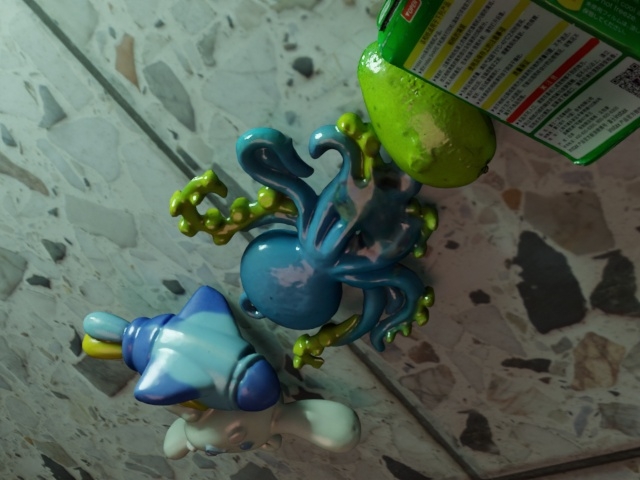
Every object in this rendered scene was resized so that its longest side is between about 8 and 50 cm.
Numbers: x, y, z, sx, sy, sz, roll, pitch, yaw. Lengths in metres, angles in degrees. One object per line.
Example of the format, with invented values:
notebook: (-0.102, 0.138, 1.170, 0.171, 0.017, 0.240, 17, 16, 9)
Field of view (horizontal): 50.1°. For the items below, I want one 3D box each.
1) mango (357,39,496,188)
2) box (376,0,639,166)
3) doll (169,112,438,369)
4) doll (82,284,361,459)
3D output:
mango: (0.104, -0.129, 0.705, 0.178, 0.100, 0.119, 50, 131, -8)
box: (0.184, -0.180, 0.587, 0.250, 0.103, 0.180, 27, 159, -5)
doll: (0.000, 0.000, 0.869, 0.346, 0.099, 0.341, 42, 118, -18)
doll: (-0.176, 0.229, 1.048, 0.375, 0.187, 0.366, -25, 122, 16)
